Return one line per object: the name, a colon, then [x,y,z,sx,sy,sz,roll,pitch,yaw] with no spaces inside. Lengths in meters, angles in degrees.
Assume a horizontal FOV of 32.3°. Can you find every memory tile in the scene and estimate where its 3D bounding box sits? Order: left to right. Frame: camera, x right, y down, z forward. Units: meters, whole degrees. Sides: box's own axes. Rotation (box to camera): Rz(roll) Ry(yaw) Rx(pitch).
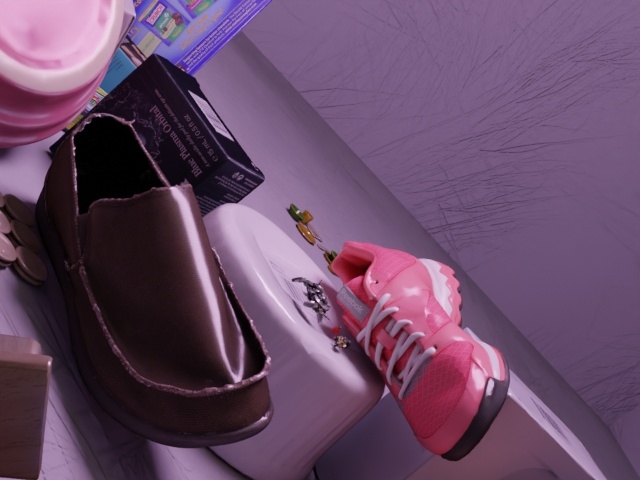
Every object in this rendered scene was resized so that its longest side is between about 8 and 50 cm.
memory tile: [-0.288,-0.025,0.917,0.148,0.012,0.113,40,15,-44]

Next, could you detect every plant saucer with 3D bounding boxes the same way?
plant saucer: [-0.289,-0.253,1.012,0.332,0.084,0.332,14,74,-59]

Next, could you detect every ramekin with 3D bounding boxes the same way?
ramekin: [-0.059,0.094,1.099,0.277,0.135,0.277,47,12,-13]

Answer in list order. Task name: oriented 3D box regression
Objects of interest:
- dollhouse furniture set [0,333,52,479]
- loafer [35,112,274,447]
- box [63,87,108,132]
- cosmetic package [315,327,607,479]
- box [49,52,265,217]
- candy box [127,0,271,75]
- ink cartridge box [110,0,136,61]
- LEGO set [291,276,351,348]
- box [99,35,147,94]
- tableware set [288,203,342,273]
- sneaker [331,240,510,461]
dollhouse furniture set: [-0.205,-0.008,0.271,0.303,0.355,0.174,7,21,-9]
loafer: [-0.151,0.019,0.913,0.134,0.130,0.366,-12,44,-31]
box: [-0.259,-0.137,1.334,0.207,0.036,0.114,40,15,-41]
cosmetic package: [0.153,0.256,1.162,0.224,0.224,0.138,45,9,-27]
box: [-0.173,-0.081,1.168,0.156,0.158,0.093,54,11,21]
candy box: [-0.256,-0.407,1.631,0.317,0.268,0.122,46,8,-19]
ink cartridge box: [-0.333,-0.303,1.280,0.197,0.114,0.273,25,23,-26]
LEGO set: [0.005,0.063,1.035,0.083,0.023,0.054,50,11,-2]
box: [-0.313,-0.280,1.527,0.244,0.060,0.100,48,11,-6]
tableware set: [0.000,0.000,1.926,0.104,0.024,0.154,33,20,-55]
sneaker: [0.076,0.098,1.068,0.136,0.116,0.314,27,18,-20]
